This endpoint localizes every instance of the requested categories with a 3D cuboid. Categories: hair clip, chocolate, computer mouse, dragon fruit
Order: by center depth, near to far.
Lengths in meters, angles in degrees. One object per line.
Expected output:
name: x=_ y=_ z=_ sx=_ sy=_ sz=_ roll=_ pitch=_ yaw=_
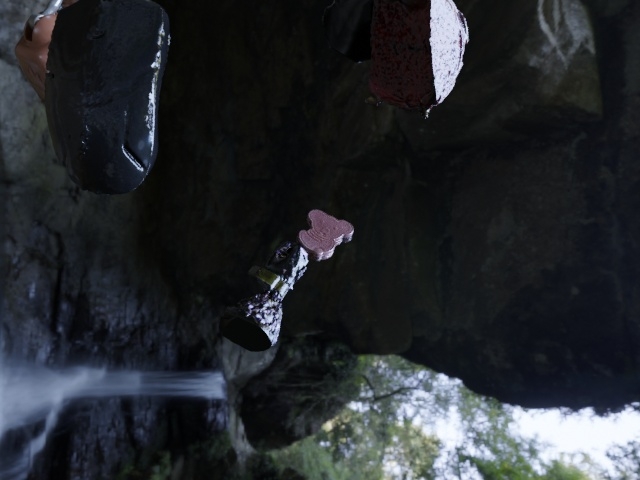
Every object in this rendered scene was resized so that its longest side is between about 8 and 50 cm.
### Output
computer mouse: x=-0.224 y=-0.158 z=0.610 sx=0.073 sy=0.122 sz=0.217 roll=70 pitch=21 yaw=-81
chocolate: x=-0.057 y=0.048 z=0.638 sx=0.072 sy=0.070 sz=0.147 roll=-13 pitch=-141 yaw=28
dragon fruit: x=0.116 y=-0.229 z=0.686 sx=0.102 sy=0.096 sz=0.147 roll=19 pitch=-56 yaw=30
chocolate: x=0.084 y=-0.490 z=1.309 sx=0.133 sy=0.156 sz=0.156 roll=-77 pitch=-179 yaw=-63
hair clip: x=0.004 y=-0.010 z=1.413 sx=0.102 sy=0.123 sz=0.138 roll=-66 pitch=170 yaw=10

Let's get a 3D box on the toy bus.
toy bus: x=-0.495 y=-0.405 z=1.230 sx=0.194 sy=0.287 sz=0.232 roll=26 pitch=-21 yaw=31
